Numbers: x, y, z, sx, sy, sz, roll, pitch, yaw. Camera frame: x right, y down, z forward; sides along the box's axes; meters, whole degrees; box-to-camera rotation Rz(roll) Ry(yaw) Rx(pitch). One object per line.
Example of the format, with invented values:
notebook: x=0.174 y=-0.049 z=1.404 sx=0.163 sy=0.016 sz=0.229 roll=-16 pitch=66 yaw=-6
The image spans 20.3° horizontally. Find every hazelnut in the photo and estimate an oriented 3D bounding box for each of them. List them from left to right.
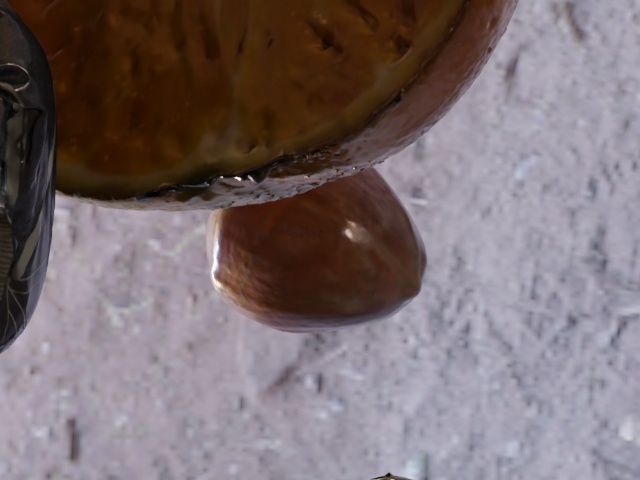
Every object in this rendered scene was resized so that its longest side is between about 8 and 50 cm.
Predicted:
hazelnut: x=0.000 y=0.000 z=1.604 sx=0.214 sy=0.214 sz=0.176 roll=34 pitch=113 yaw=45

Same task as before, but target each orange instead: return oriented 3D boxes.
orange: x=-0.052 y=-0.141 z=0.911 sx=0.274 sy=0.310 sz=0.274 roll=173 pitch=90 yaw=-85

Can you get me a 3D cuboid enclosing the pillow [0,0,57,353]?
pillow: x=-0.188 y=-0.076 z=0.811 sx=0.335 sy=0.093 sz=0.161 roll=51 pitch=130 yaw=54

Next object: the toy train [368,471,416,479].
toy train: x=-0.006 y=0.296 z=1.032 sx=0.178 sy=0.138 sz=0.330 roll=2 pitch=70 yaw=17
